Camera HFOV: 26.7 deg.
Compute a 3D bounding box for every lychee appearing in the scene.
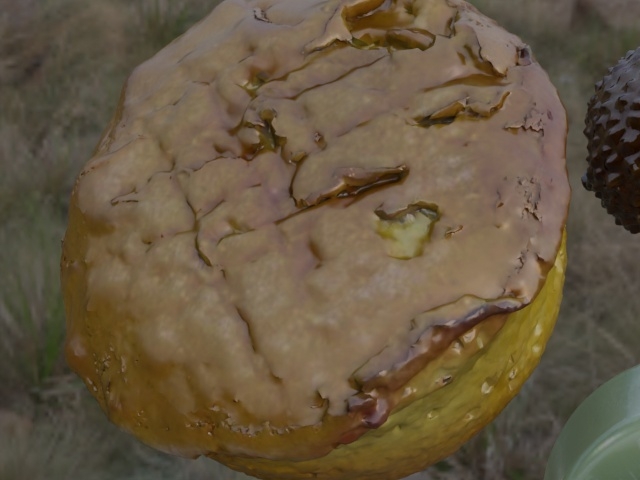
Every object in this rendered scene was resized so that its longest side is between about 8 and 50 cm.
[{"bbox_3d":[0.316,-0.086,1.167,0.200,0.200,0.238,-24,-6,-40],"label":"lychee"}]

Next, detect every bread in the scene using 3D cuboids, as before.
[{"bbox_3d":[0.000,0.000,0.983,0.398,0.215,0.398,-10,61,19],"label":"bread"}]

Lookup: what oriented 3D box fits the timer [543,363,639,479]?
[{"bbox_3d":[0.289,0.256,1.018,0.290,0.291,0.315,10,11,17],"label":"timer"}]
